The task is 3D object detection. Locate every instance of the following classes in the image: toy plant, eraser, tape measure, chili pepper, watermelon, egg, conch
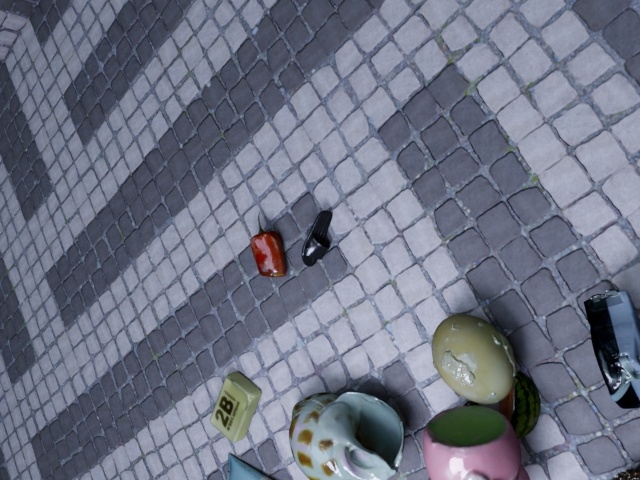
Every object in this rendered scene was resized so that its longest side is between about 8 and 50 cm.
[{"bbox_3d":[0.302,0.534,1.216,0.316,0.211,0.357,-12,109,0],"label":"toy plant"},{"bbox_3d":[-0.251,0.487,1.735,0.117,0.058,0.172,31,108,30],"label":"eraser"},{"bbox_3d":[0.562,0.210,1.078,0.107,0.181,0.182,-24,42,30],"label":"tape measure"},{"bbox_3d":[-0.150,0.012,1.640,0.086,0.084,0.192,-13,85,2],"label":"chili pepper"},{"bbox_3d":[0.413,0.361,1.253,0.086,0.069,0.164,10,95,34],"label":"watermelon"},{"bbox_3d":[0.324,0.252,1.261,0.164,0.164,0.202,-49,61,26],"label":"egg"},{"bbox_3d":[0.047,0.475,1.445,0.368,0.197,0.249,34,73,35],"label":"conch"}]

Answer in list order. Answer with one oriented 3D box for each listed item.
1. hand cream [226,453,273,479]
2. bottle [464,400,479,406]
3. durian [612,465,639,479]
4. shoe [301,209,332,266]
[{"bbox_3d":[-0.164,0.717,1.688,0.312,0.070,0.111,11,99,43],"label":"hand cream"},{"bbox_3d":[0.335,0.410,1.327,0.063,0.047,0.101,10,93,-7],"label":"bottle"},{"bbox_3d":[0.605,0.500,1.069,0.196,0.167,0.196,-11,68,30],"label":"durian"},{"bbox_3d":[0.000,0.000,1.543,0.053,0.062,0.160,28,103,44],"label":"shoe"}]
